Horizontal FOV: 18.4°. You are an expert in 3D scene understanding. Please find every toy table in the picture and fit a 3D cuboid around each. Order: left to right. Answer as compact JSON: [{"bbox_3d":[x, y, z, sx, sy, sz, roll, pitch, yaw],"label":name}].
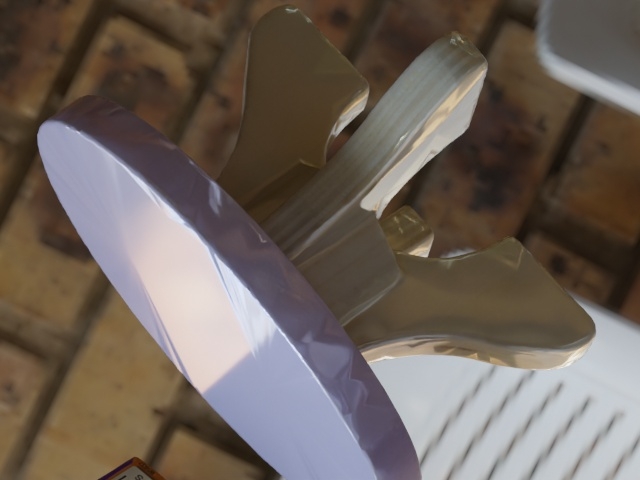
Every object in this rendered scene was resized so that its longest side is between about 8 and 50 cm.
[{"bbox_3d":[0.000,0.000,1.032,0.161,0.274,0.252,-36,-7,-21],"label":"toy table"}]

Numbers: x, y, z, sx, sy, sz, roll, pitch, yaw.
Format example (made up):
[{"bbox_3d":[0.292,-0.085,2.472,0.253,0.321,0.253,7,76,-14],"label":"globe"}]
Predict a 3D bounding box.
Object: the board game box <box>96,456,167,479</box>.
[{"bbox_3d":[-0.139,0.433,1.238,0.356,0.356,0.356,-30,-35,-42],"label":"board game box"}]
